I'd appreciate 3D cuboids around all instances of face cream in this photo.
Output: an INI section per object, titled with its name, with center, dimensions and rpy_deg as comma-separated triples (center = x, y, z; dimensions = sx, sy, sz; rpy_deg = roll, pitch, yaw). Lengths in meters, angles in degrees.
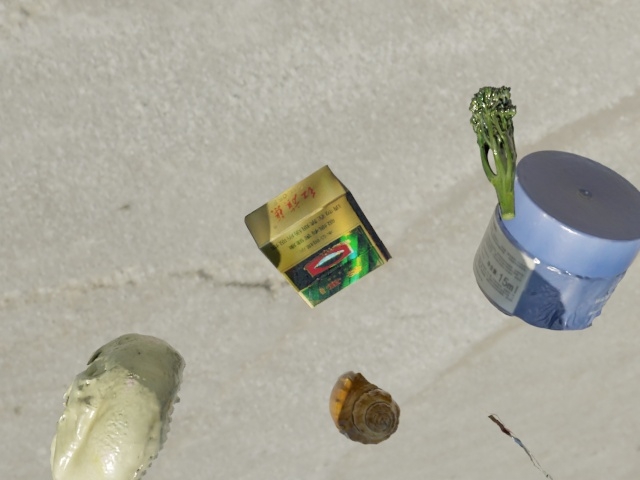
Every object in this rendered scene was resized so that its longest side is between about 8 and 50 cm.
[face cream]
center = 0.411, 0.002, 1.656
dimensions = 0.249, 0.249, 0.225
rpy_deg = -10, 138, -31

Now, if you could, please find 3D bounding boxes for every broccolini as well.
[broccolini]
center = 0.257, -0.124, 1.354
dimensions = 0.068, 0.203, 0.091
rpy_deg = 1, 163, -36

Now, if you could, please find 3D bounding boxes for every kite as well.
[kite]
center = 0.409, 0.429, 1.651
dimensions = 0.022, 0.360, 0.204
rpy_deg = -43, 151, 4

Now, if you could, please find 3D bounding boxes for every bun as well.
[bun]
center = -0.266, 0.225, 1.240
dimensions = 0.141, 0.239, 0.239
rpy_deg = 25, 137, -11

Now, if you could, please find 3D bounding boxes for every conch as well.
[conch]
center = 0.053, 0.276, 1.565
dimensions = 0.093, 0.109, 0.330
rpy_deg = -49, -170, -15

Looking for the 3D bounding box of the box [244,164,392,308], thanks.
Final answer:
[box]
center = 0.000, 0.000, 1.485
dimensions = 0.159, 0.071, 0.240
rpy_deg = -34, 147, 2
